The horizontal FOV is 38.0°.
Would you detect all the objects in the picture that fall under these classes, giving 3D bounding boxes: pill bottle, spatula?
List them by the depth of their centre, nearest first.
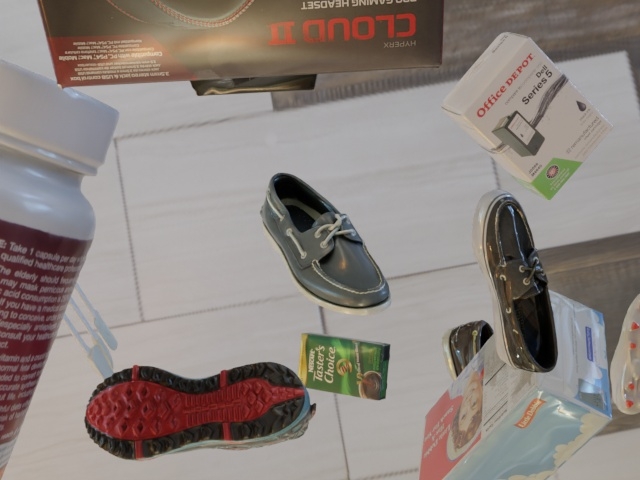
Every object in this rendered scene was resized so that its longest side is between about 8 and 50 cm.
[{"bbox_3d":[-0.339,0.031,0.840,0.224,0.224,0.392,21,90,2],"label":"pill bottle"},{"bbox_3d":[-0.422,0.138,1.649,0.019,0.168,0.242,-22,118,7],"label":"spatula"}]

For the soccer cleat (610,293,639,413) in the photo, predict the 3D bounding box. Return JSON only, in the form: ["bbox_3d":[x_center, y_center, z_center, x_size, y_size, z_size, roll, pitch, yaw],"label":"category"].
[{"bbox_3d":[0.487,0.171,1.448,0.068,0.076,0.196,9,93,-10],"label":"soccer cleat"}]

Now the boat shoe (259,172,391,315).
[{"bbox_3d":[0.000,0.000,1.392,0.116,0.319,0.099,-15,126,-24],"label":"boat shoe"}]

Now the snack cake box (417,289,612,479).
[{"bbox_3d":[0.204,0.195,1.019,0.089,0.264,0.152,23,41,-8],"label":"snack cake box"}]

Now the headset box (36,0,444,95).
[{"bbox_3d":[-0.045,-0.209,0.479,0.218,0.293,0.110,-2,38,0],"label":"headset box"}]

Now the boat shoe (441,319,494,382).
[{"bbox_3d":[0.239,0.227,1.317,0.081,0.068,0.228,-8,76,-44],"label":"boat shoe"}]

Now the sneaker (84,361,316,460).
[{"bbox_3d":[-0.133,0.204,1.035,0.261,0.125,0.104,-3,64,14],"label":"sneaker"}]

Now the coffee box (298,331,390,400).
[{"bbox_3d":[0.044,0.247,1.829,0.184,0.040,0.113,7,93,28],"label":"coffee box"}]

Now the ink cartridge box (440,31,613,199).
[{"bbox_3d":[0.406,-0.244,1.828,0.273,0.115,0.198,39,94,-23],"label":"ink cartridge box"}]

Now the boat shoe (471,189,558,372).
[{"bbox_3d":[0.148,0.031,0.682,0.049,0.040,0.142,-22,109,-26],"label":"boat shoe"}]
